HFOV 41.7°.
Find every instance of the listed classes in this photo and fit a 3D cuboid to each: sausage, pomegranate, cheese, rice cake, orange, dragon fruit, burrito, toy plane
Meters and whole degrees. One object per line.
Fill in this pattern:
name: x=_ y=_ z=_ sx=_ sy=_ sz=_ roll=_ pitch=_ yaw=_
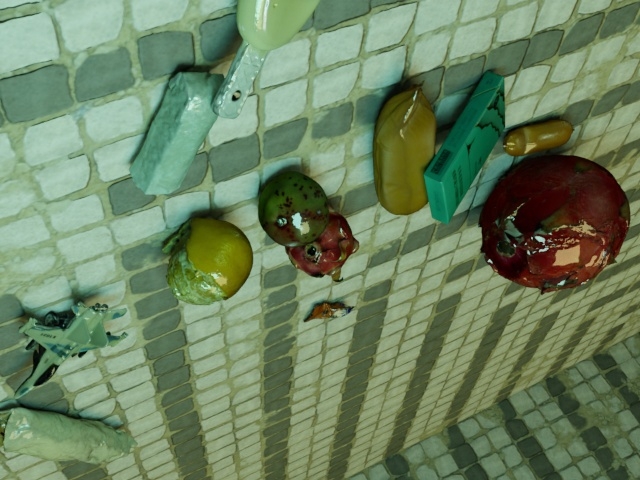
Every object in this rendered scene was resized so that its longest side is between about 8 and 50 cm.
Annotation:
sausage: x=0.141 y=-0.157 z=1.394 sx=0.112 sy=0.112 sz=0.328 roll=-26 pitch=151 yaw=-10
pomegranate: x=-0.038 y=-0.051 z=1.374 sx=0.130 sy=0.130 sz=0.130 roll=-24 pitch=151 yaw=-14
cheese: x=-0.075 y=-0.256 z=1.039 sx=0.127 sy=0.050 sz=0.235 roll=-2 pitch=125 yaw=-56
rice cake: x=-0.195 y=-0.142 z=1.132 sx=0.069 sy=0.063 sz=0.206 roll=-10 pitch=146 yaw=-48
orange: x=-0.184 y=0.032 z=1.348 sx=0.156 sy=0.134 sz=0.156 roll=-35 pitch=-165 yaw=11
dragon fruit: x=0.000 y=0.000 z=1.478 sx=0.166 sy=0.136 sz=0.133 roll=-51 pitch=162 yaw=-80
burrito: x=-0.519 y=0.397 z=1.684 sx=0.117 sy=0.076 sz=0.392 roll=-30 pitch=151 yaw=12
sausage: x=0.425 y=-0.202 z=1.654 sx=0.183 sy=0.054 sz=0.062 roll=-17 pitch=117 yaw=-22
toy plane: x=-0.441 y=0.179 z=1.406 sx=0.262 sy=0.088 sz=0.192 roll=-34 pitch=148 yaw=27
dragon fruit: x=0.481 y=-0.032 z=1.747 sx=0.302 sy=0.295 sz=0.295 roll=-31 pitch=155 yaw=-28

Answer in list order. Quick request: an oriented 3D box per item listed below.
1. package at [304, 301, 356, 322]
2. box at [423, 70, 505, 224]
package: x=0.022 y=0.157 z=1.867 sx=0.111 sy=0.033 sz=0.077 roll=-2 pitch=166 yaw=-22
box: x=0.255 y=-0.158 z=1.461 sx=0.226 sy=0.042 sz=0.161 roll=-58 pitch=158 yaw=-15
